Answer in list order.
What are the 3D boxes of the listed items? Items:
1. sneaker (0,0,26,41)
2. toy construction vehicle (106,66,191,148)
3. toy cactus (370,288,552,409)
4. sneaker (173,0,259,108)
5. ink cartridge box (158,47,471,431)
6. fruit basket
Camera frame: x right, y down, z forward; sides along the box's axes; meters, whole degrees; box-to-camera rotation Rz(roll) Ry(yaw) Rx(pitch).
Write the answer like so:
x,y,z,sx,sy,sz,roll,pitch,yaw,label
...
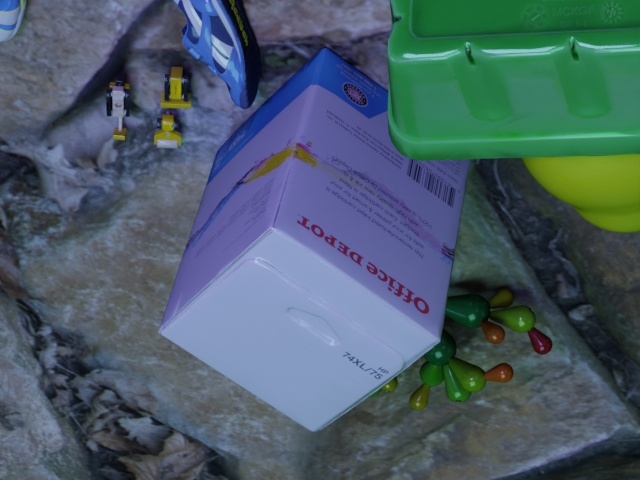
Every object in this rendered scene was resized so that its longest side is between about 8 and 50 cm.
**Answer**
x,y,z,sx,sy,sz,roll,pitch,yaw,label
-0.344,-0.263,1.620,0.091,0.126,0.240,1,132,13,sneaker
-0.174,-0.139,1.766,0.086,0.035,0.098,1,136,-2,toy construction vehicle
0.125,0.090,1.877,0.219,0.112,0.180,-21,106,32,toy cactus
-0.099,-0.192,1.682,0.059,0.053,0.144,-7,122,18,sneaker
0.000,0.000,1.685,0.198,0.270,0.197,35,131,-18,ink cartridge box
0.241,-0.167,1.465,0.392,0.283,0.392,2,170,0,fruit basket
